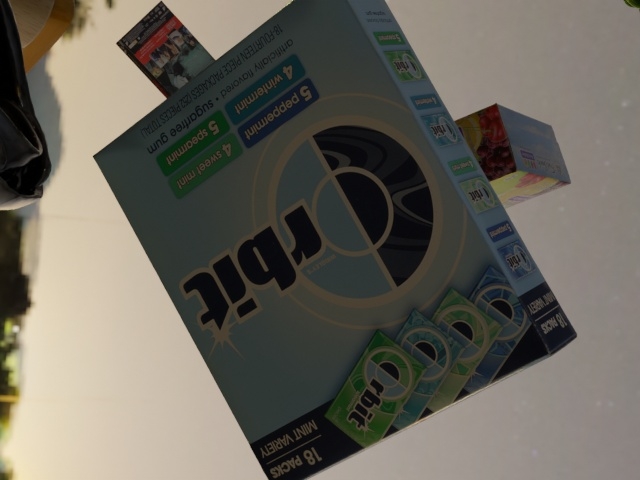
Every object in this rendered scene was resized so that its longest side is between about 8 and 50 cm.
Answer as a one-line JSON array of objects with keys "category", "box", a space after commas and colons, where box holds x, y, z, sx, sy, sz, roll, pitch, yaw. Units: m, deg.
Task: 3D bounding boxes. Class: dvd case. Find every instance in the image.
[{"category": "dvd case", "box": [-0.169, -0.208, 1.405, 0.013, 0.119, 0.087, -27, -158, 50]}]

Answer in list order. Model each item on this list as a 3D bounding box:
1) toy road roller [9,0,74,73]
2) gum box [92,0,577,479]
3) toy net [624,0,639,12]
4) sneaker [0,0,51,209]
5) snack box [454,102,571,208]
[{"category": "toy road roller", "box": [-0.377, -0.134, 1.145, 0.329, 0.202, 0.240, -43, -124, 22]}, {"category": "gum box", "box": [0.000, 0.000, 0.549, 0.157, 0.041, 0.184, -32, -96, 29]}, {"category": "toy net", "box": [0.235, -0.273, 0.876, 0.122, 0.045, 0.232, -2, -55, 52]}, {"category": "sneaker", "box": [-0.192, 0.009, 0.502, 0.104, 0.147, 0.295, 15, 77, -85]}, {"category": "snack box", "box": [0.108, -0.051, 1.139, 0.207, 0.174, 0.070, -20, -100, 25]}]
